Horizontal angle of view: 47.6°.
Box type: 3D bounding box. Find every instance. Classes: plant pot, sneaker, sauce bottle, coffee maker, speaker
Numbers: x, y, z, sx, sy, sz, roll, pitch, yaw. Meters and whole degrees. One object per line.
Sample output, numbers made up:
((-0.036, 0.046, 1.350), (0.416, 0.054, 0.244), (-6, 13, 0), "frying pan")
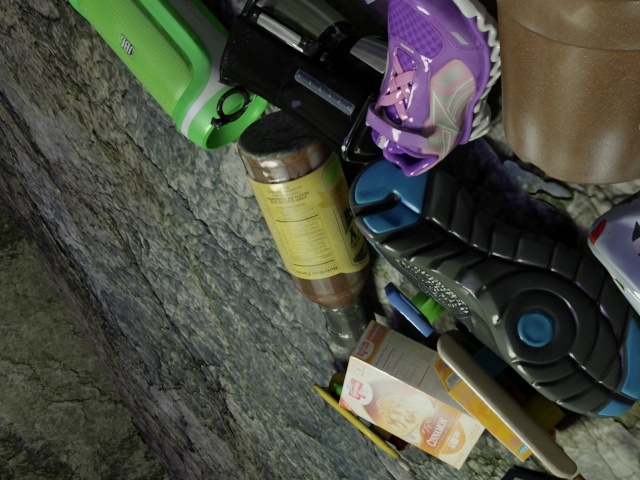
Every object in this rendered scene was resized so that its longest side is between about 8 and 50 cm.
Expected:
((0.189, -0.136, 0.476), (0.167, 0.167, 0.165), (32, 153, 32), "plant pot")
((0.180, 0.038, 0.736), (0.341, 0.125, 0.139), (42, 179, 9), "sneaker")
((0.000, 0.000, 0.915), (0.111, 0.111, 0.344), (25, 148, 40), "sauce bottle")
((-0.003, -0.153, 0.734), (0.178, 0.120, 0.171), (39, 135, 21), "coffee maker")
((0.083, -0.124, 0.597), (0.095, 0.104, 0.236), (46, 175, 22), "sneaker")
((-0.198, -0.257, 0.911), (0.296, 0.131, 0.131), (49, 150, 7), "speaker")

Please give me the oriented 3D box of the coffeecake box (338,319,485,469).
((0.126, 0.205, 0.956), (0.185, 0.068, 0.142), (26, 144, 14), "coffeecake box")

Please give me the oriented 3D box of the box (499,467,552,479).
((0.278, 0.447, 0.819), (0.294, 0.296, 0.183), (-3, 119, 57), "box")

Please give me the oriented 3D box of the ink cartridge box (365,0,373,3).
((0.057, -0.326, 0.557), (0.223, 0.045, 0.224), (-7, 117, 57), "ink cartridge box")

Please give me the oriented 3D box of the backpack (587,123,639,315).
((0.276, 0.002, 0.364), (0.213, 0.263, 0.276), (-41, 79, 31), "backpack")

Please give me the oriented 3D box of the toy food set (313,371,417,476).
((0.088, 0.273, 1.141), (0.218, 0.071, 0.128), (36, 170, 31), "toy food set")

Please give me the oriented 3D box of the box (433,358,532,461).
((0.191, 0.192, 0.821), (0.136, 0.028, 0.081), (41, -173, -10), "box")

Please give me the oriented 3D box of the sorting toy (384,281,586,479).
((0.209, 0.161, 0.793), (0.348, 0.047, 0.196), (46, -173, 12), "sorting toy")
